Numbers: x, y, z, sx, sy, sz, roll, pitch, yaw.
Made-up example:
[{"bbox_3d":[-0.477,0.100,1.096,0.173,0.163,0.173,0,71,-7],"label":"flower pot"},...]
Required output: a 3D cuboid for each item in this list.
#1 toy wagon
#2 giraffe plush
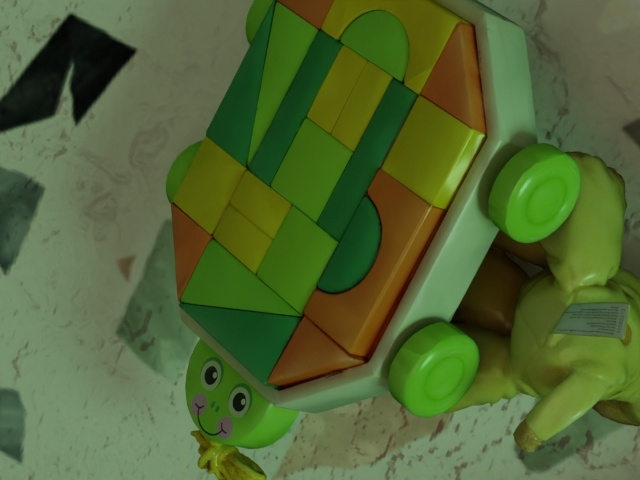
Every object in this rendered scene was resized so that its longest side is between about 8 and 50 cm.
[{"bbox_3d":[0.000,0.000,1.112,0.267,0.068,0.344,39,106,42],"label":"toy wagon"},{"bbox_3d":[0.180,0.056,1.096,0.170,0.210,0.181,22,95,-30],"label":"giraffe plush"}]
